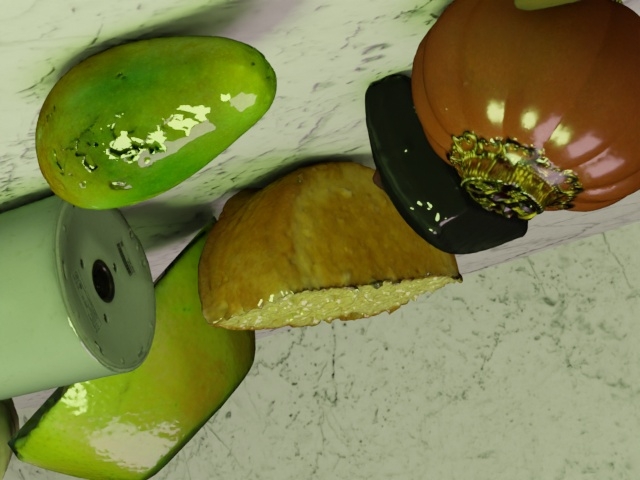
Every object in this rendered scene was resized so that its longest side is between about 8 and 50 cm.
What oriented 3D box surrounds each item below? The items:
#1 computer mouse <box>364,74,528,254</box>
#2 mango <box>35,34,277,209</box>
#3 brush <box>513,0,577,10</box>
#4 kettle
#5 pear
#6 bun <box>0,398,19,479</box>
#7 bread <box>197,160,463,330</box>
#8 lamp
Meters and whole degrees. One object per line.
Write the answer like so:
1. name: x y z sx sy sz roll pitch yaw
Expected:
1. computer mouse: 0.119 -0.066 1.288 0.100 0.170 0.269 -33 162 19
2. mango: -0.131 -0.095 0.955 0.233 0.111 0.125 -23 172 39
3. brush: 0.224 -0.223 0.861 0.197 0.059 0.123 -15 168 3
4. kettle: -0.364 0.058 1.392 0.318 0.265 0.205 -17 138 18
5. pear: -0.207 0.168 1.613 0.399 0.165 0.399 -47 -176 5
6. bun: -0.533 0.199 1.586 0.213 0.361 0.361 -39 163 15
7. bread: 0.000 0.000 1.510 0.340 0.179 0.194 -2 164 -40
8. lamp: 0.181 -0.115 1.019 0.223 0.196 0.223 24 163 8
